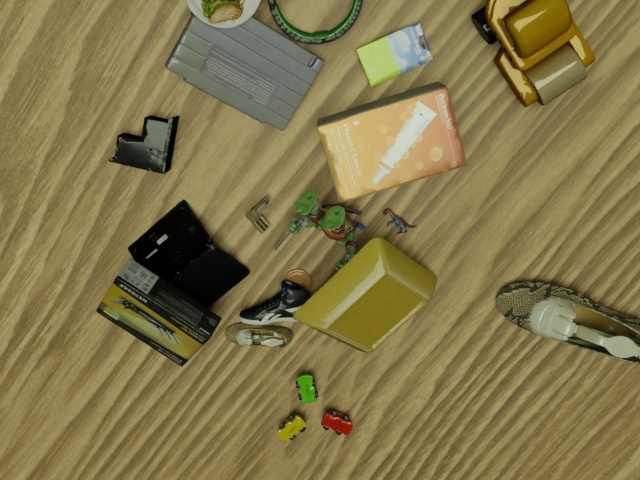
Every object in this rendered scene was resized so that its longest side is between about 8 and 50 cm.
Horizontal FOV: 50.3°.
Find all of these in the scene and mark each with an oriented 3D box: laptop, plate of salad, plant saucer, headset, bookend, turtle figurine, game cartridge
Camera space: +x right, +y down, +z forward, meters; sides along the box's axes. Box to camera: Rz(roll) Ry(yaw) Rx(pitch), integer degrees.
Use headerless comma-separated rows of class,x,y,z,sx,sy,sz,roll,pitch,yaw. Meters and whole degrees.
laptop,-0.386,0.058,2.004,0.234,0.136,0.264,-39,77,12
plate of salad,-0.230,-0.610,1.622,0.200,0.048,0.199,-6,108,-19
plant saucer,0.146,0.181,1.903,0.333,0.081,0.333,-44,136,13
headset,-0.022,-0.678,1.674,0.243,0.185,0.394,-7,118,3
bookend,-0.484,-0.278,1.870,0.157,0.072,0.156,12,106,-2
turtle figurine,0.000,0.000,1.838,0.275,0.266,0.197,-24,64,1
plant saucer,-0.068,0.125,2.016,0.084,0.013,0.083,1,107,2
game cartridge,-0.194,-0.456,1.766,0.355,0.068,0.230,26,111,-26

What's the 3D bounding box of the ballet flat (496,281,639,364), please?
ballet flat,0.750,0.244,1.945,0.483,0.182,0.164,18,108,-4

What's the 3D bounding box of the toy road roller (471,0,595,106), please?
toy road roller,0.538,-0.497,1.687,0.202,0.240,0.329,-34,103,11

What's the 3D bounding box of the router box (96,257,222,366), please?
router box,-0.468,0.214,1.958,0.309,0.081,0.243,35,139,-9

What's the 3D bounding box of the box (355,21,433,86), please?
box,0.194,-0.491,1.801,0.178,0.042,0.109,-22,106,8

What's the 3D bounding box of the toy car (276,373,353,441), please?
toy car,-0.029,0.508,2.115,0.239,0.053,0.225,-8,107,3

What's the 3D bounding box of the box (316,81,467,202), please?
box,0.185,-0.262,1.808,0.345,0.168,0.215,-17,106,6

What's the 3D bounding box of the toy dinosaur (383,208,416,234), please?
toy dinosaur,0.216,-0.058,1.950,0.090,0.047,0.082,-26,98,-25

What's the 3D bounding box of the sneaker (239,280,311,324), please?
sneaker,-0.134,0.175,1.997,0.217,0.079,0.121,-4,111,-1

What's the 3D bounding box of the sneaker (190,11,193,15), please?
sneaker,-0.245,-0.688,1.721,0.125,0.139,0.340,8,129,-28

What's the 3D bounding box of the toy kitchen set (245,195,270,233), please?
toy kitchen set,-0.154,-0.076,1.931,0.075,0.083,0.068,49,61,-13

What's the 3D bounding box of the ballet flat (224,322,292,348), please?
ballet flat,-0.188,0.288,2.042,0.206,0.067,0.073,0,108,2
